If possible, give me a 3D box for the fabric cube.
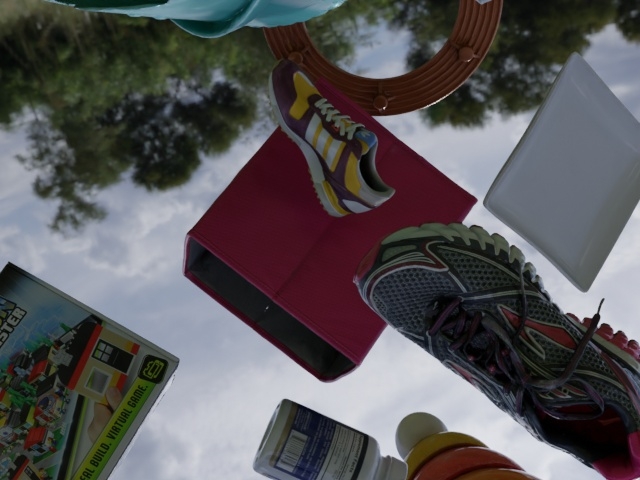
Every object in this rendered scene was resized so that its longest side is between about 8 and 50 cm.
[{"bbox_3d":[0.000,0.000,1.113,0.258,0.259,0.254,-52,180,-18],"label":"fabric cube"}]

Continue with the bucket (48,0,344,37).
[{"bbox_3d":[-0.070,-0.254,0.493,0.281,0.281,0.183,-6,-178,25],"label":"bucket"}]

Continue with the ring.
[{"bbox_3d":[0.082,-0.322,1.173,0.336,0.337,0.032,-12,-150,11],"label":"ring"}]

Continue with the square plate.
[{"bbox_3d":[0.489,-0.124,1.655,0.344,0.347,0.049,-59,-149,-8],"label":"square plate"}]

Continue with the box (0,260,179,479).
[{"bbox_3d":[-0.174,0.124,0.441,0.207,0.114,0.036,-61,-179,-29],"label":"box"}]

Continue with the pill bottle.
[{"bbox_3d":[0.013,0.262,1.015,0.169,0.094,0.094,25,-157,-3],"label":"pill bottle"}]

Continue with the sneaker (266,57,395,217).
[{"bbox_3d":[0.016,-0.116,0.910,0.084,0.185,0.069,-15,-157,37],"label":"sneaker"}]

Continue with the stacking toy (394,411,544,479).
[{"bbox_3d":[0.262,0.480,1.650,0.350,0.351,0.480,-19,-150,-9],"label":"stacking toy"}]

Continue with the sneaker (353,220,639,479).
[{"bbox_3d":[0.164,0.089,0.717,0.121,0.299,0.112,-56,-172,34],"label":"sneaker"}]

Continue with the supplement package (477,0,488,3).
[{"bbox_3d":[0.216,-0.408,0.866,0.262,0.198,0.199,-25,-132,-14],"label":"supplement package"}]
